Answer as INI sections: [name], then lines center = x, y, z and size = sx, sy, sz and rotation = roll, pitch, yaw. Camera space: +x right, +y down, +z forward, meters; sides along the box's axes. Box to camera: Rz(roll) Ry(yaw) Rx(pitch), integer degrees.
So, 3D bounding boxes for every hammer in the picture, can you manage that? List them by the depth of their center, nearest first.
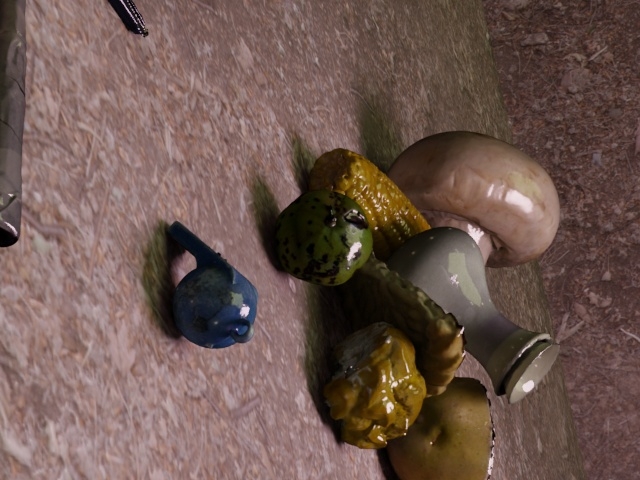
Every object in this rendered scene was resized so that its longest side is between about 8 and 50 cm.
[hammer]
center = -0.251, -0.179, 1.100
size = 0.152, 0.044, 0.427
rotation = 47, 32, -55

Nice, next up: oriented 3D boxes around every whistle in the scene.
[whistle]
center = -0.113, 0.055, 1.288
size = 0.158, 0.090, 0.090
rotation = 36, -12, 40

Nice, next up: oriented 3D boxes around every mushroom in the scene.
[mushroom]
center = 0.238, -0.026, 2.163
size = 0.297, 0.297, 0.290
rotation = 48, 54, -55

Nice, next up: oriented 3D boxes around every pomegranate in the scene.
[pomegranate]
center = 0.000, 0.000, 1.631
size = 0.161, 0.122, 0.122
rotation = 132, -55, -78

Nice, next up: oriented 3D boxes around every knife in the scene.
[knife]
center = -0.208, -0.255, 1.346
size = 0.031, 0.018, 0.121
rotation = -86, 156, -45

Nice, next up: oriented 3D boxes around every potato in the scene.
[potato]
center = 0.147, 0.277, 1.811
size = 0.117, 0.182, 0.202
rotation = 15, 66, -26

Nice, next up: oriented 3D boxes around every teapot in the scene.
[teapot]
center = 0.200, 0.104, 1.805
size = 0.251, 0.183, 0.183
rotation = 40, 3, 24

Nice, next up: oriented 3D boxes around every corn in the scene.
[corn]
center = 0.090, -0.018, 1.905
size = 0.363, 0.120, 0.120
rotation = 47, 31, -55

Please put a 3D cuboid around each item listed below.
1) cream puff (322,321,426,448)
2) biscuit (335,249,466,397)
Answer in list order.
[cream puff]
center = 0.071, 0.185, 1.652
size = 0.156, 0.121, 0.156
rotation = -16, 90, -79
[biscuit]
center = 0.093, 0.113, 1.728
size = 0.273, 0.036, 0.187
rotation = 39, -37, 45
